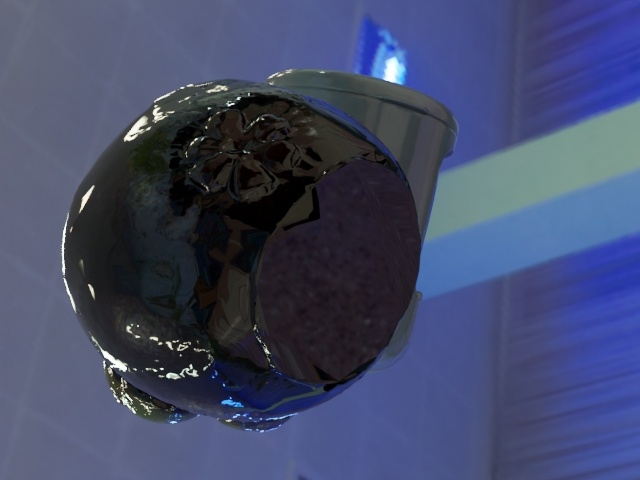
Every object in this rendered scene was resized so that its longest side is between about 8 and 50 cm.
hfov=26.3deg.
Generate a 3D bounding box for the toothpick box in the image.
[{"bbox_3d":[0.000,0.000,1.562,0.263,0.263,0.354,21,-102,-49],"label":"toothpick box"}]

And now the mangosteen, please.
[{"bbox_3d":[-0.051,0.028,1.034,0.288,0.233,0.287,-7,-81,-48],"label":"mangosteen"}]
